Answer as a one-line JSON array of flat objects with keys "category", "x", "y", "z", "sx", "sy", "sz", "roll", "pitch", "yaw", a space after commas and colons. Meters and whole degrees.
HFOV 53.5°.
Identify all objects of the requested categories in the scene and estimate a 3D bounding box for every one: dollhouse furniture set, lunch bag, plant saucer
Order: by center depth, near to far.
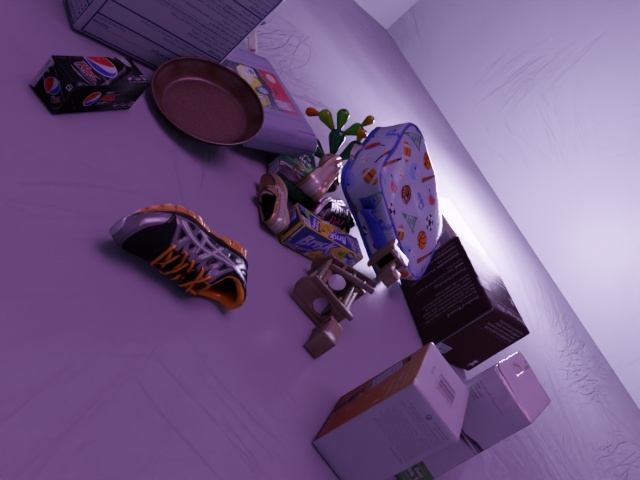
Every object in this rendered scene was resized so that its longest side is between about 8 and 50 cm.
[{"category": "dollhouse furniture set", "x": 0.040, "y": 0.065, "z": 0.994, "sx": 0.101, "sy": 0.161, "sz": 0.182, "roll": 49, "pitch": 22, "yaw": -5}, {"category": "plant saucer", "x": -0.194, "y": -0.231, "z": 1.087, "sx": 0.198, "sy": 0.036, "sz": 0.199, "roll": 16, "pitch": 51, "yaw": -21}, {"category": "lunch bag", "x": 0.149, "y": -0.078, "z": 1.297, "sx": 0.243, "sy": 0.115, "sz": 0.303, "roll": -55, "pitch": 132, "yaw": -40}, {"category": "dollhouse furniture set", "x": -0.205, "y": -0.493, "z": 1.551, "sx": 0.114, "sy": 0.091, "sz": 0.081, "roll": -7, "pitch": 101, "yaw": -38}]

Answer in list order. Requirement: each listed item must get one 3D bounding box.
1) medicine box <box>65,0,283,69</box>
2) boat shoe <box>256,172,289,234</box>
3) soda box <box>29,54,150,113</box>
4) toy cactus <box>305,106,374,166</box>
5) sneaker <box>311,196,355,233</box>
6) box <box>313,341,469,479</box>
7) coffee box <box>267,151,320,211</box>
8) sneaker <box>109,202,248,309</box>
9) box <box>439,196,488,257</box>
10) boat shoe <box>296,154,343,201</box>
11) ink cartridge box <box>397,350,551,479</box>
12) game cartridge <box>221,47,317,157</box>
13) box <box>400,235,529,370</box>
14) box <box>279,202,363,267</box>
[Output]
[{"category": "medicine box", "x": -0.234, "y": -0.439, "z": 1.063, "sx": 0.263, "sy": 0.289, "sz": 0.149, "roll": 17, "pitch": 43, "yaw": -53}, {"category": "boat shoe", "x": -0.086, "y": -0.073, "z": 1.105, "sx": 0.045, "sy": 0.050, "sz": 0.135, "roll": 35, "pitch": 28, "yaw": -44}, {"category": "soda box", "x": -0.315, "y": -0.218, "z": 0.886, "sx": 0.053, "sy": 0.060, "sz": 0.169, "roll": 51, "pitch": 23, "yaw": 1}, {"category": "toy cactus", "x": 0.028, "y": -0.202, "z": 1.400, "sx": 0.112, "sy": 0.219, "sz": 0.181, "roll": 53, "pitch": 49, "yaw": -74}, {"category": "sneaker", "x": 0.026, "y": -0.039, "z": 1.242, "sx": 0.075, "sy": 0.063, "sz": 0.170, "roll": 49, "pitch": 18, "yaw": 9}, {"category": "box", "x": 0.096, "y": 0.233, "z": 0.840, "sx": 0.091, "sy": 0.170, "sz": 0.130, "roll": 53, "pitch": 23, "yaw": 0}, {"category": "coffee box", "x": -0.056, "y": -0.148, "z": 1.279, "sx": 0.113, "sy": 0.040, "sz": 0.184, "roll": 38, "pitch": 27, "yaw": -29}, {"category": "sneaker", "x": -0.163, "y": 0.023, "z": 0.790, "sx": 0.215, "sy": 0.084, "sz": 0.083, "roll": 27, "pitch": 38, "yaw": -46}, {"category": "box", "x": 0.398, "y": -0.028, "z": 1.913, "sx": 0.183, "sy": 0.056, "sz": 0.231, "roll": 4, "pitch": 51, "yaw": -60}, {"category": "boat shoe", "x": 0.009, "y": -0.118, "z": 1.234, "sx": 0.059, "sy": 0.063, "sz": 0.170, "roll": 54, "pitch": 33, "yaw": -5}, {"category": "ink cartridge box", "x": 0.218, "y": 0.267, "z": 0.950, "sx": 0.093, "sy": 0.219, "sz": 0.160, "roll": 59, "pitch": 25, "yaw": 17}, {"category": "game cartridge", "x": -0.141, "y": -0.289, "z": 1.262, "sx": 0.196, "sy": 0.060, "sz": 0.294, "roll": 1, "pitch": 48, "yaw": -41}, {"category": "box", "x": 0.304, "y": 0.136, "z": 1.363, "sx": 0.168, "sy": 0.167, "sz": 0.203, "roll": 30, "pitch": 31, "yaw": -41}, {"category": "box", "x": 0.000, "y": 0.000, "z": 1.143, "sx": 0.169, "sy": 0.059, "sz": 0.054, "roll": 30, "pitch": 30, "yaw": -41}]
